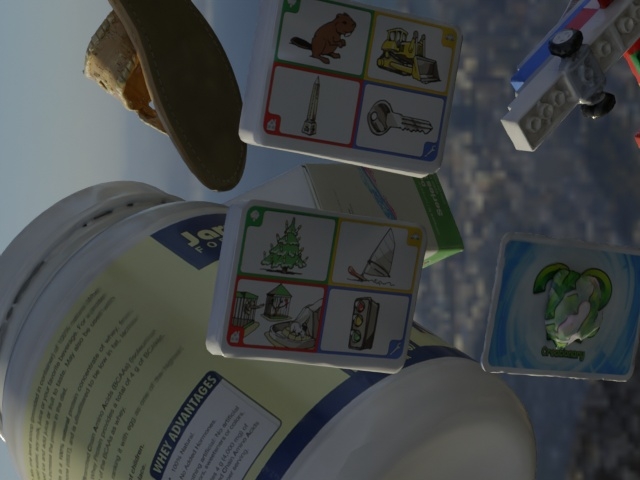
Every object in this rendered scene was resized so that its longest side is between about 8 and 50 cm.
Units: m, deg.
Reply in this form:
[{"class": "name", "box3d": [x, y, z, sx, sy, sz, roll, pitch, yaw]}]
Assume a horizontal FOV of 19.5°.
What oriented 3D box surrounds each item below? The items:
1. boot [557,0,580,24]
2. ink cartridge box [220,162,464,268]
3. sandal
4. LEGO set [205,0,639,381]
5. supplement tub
[{"class": "boot", "box3d": [0.389, -0.275, 2.161, 0.152, 0.197, 0.073, -53, -29, -26]}, {"class": "ink cartridge box", "box3d": [0.000, 0.000, 1.619, 0.212, 0.154, 0.093, -6, -107, -56]}, {"class": "sandal", "box3d": [-0.131, -0.139, 1.266, 0.088, 0.079, 0.240, -45, -64, -50]}, {"class": "LEGO set", "box3d": [0.067, -0.044, 0.655, 0.060, 0.244, 0.182, 13, 95, 53]}, {"class": "supplement tub", "box3d": [-0.052, 0.118, 1.176, 0.325, 0.235, 0.235, 32, 133, 36]}]
